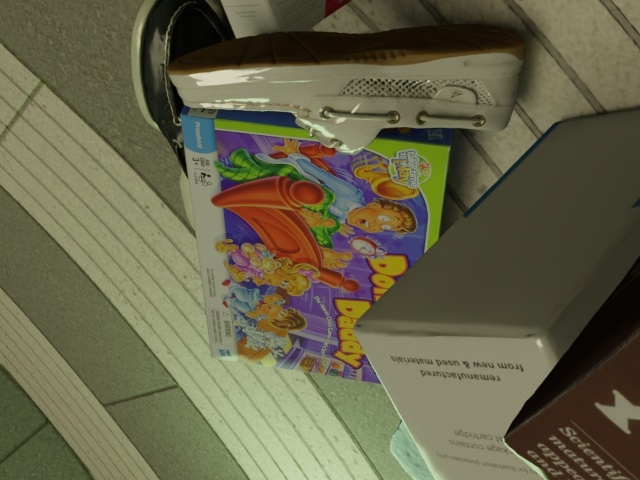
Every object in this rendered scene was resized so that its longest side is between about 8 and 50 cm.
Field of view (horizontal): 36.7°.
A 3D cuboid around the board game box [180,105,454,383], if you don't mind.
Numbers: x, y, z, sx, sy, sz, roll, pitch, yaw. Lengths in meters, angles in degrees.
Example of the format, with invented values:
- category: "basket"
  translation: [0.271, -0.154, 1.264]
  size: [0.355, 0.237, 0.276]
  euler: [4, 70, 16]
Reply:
- category: "board game box"
  translation: [0.000, 0.000, 0.956]
  size: [0.234, 0.078, 0.347]
  euler: [7, 137, 7]

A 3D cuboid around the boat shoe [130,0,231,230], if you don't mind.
- category: "boat shoe"
  translation: [-0.098, -0.109, 1.004]
  size: [0.113, 0.127, 0.340]
  euler: [26, 143, 28]

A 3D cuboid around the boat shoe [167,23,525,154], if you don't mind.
- category: "boat shoe"
  translation: [0.021, -0.110, 0.759]
  size: [0.277, 0.098, 0.096]
  euler: [-2, 118, -1]

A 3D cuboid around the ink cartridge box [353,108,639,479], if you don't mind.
- category: "ink cartridge box"
  translation: [0.243, 0.137, 0.716]
  size: [0.166, 0.285, 0.394]
  euler: [-3, 122, 50]

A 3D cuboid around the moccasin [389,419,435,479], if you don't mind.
- category: "moccasin"
  translation: [0.161, 0.152, 0.988]
  size: [0.137, 0.117, 0.342]
  euler: [48, 151, 8]

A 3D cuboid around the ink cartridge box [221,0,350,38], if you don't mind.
- category: "ink cartridge box"
  translation: [-0.040, -0.252, 0.802]
  size: [0.063, 0.109, 0.150]
  euler: [12, 132, 47]

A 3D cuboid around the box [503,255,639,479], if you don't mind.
- category: "box"
  translation: [0.279, 0.008, 0.451]
  size: [0.191, 0.381, 0.143]
  euler: [42, 147, 10]
